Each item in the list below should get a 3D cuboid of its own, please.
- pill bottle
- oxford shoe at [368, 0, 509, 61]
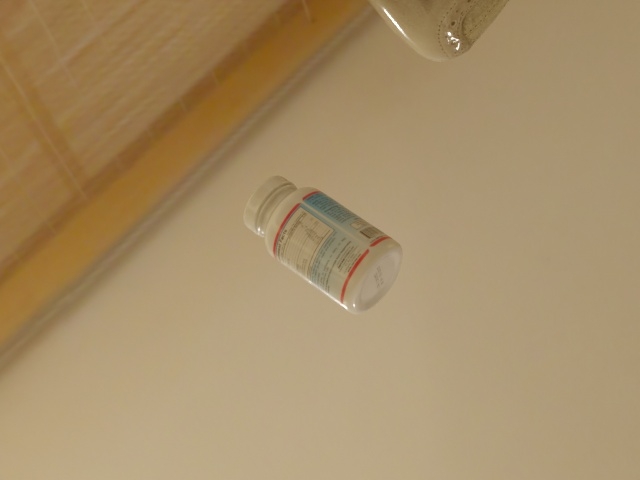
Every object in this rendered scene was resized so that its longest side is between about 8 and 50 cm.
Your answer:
[{"bbox_3d":[0.000,0.000,1.279,0.160,0.087,0.087,35,-109,25],"label":"pill bottle"},{"bbox_3d":[0.103,-0.231,0.581,0.123,0.130,0.348,16,-122,41],"label":"oxford shoe"}]
